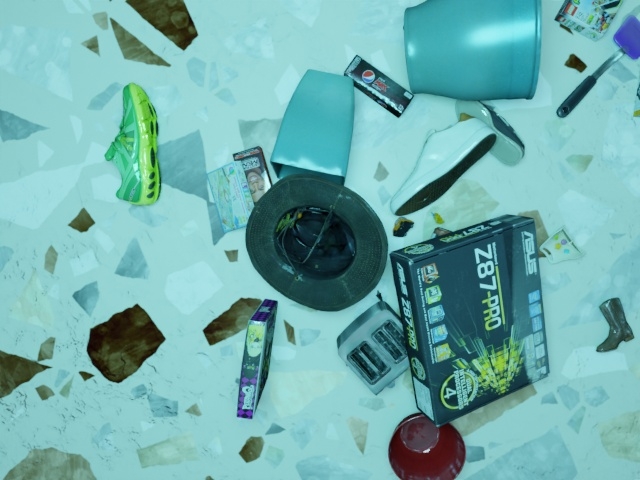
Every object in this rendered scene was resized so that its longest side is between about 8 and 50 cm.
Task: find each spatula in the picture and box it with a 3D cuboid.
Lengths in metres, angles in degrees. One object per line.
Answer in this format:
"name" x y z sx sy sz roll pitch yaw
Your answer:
"spatula" 0.666 -0.402 1.049 0.084 0.030 0.296 42 94 -3

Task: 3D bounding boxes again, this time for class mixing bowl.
"mixing bowl" 0.251 0.493 1.084 0.182 0.098 0.181 0 94 3

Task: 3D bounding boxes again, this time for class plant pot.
"plant pot" -0.001 -0.255 1.027 0.166 0.165 0.234 12 84 2
"plant pot" 0.317 -0.426 0.961 0.256 0.272 0.271 -4 93 18

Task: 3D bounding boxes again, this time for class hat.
"hat" 0.000 0.000 1.042 0.332 0.134 0.330 3 101 16

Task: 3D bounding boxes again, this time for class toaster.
"toaster" 0.141 0.249 1.070 0.168 0.110 0.185 -41 91 3

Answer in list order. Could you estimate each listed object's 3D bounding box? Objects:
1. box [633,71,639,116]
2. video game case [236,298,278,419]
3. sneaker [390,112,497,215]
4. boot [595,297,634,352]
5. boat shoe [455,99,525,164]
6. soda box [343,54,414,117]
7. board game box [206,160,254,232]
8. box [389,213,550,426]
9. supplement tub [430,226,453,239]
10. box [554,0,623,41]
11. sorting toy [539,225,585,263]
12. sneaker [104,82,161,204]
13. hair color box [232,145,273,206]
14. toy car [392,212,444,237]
"box" 0.767 -0.360 1.022 0.028 0.081 0.136 8 94 2
"video game case" -0.141 0.258 1.021 0.042 0.232 0.210 8 93 0
"sneaker" 0.266 -0.181 1.062 0.290 0.106 0.123 -41 60 10
"boot" 0.697 0.203 1.079 0.107 0.037 0.114 -25 95 -9
"boat shoe" 0.408 -0.269 1.065 0.206 0.075 0.065 47 51 4
"soda box" 0.137 -0.366 1.059 0.169 0.060 0.053 36 95 -1
"board game box" -0.215 -0.104 1.080 0.104 0.026 0.153 -13 94 37
"box" 0.338 0.171 0.985 0.319 0.097 0.394 -16 105 -18
"supplement tub" 0.286 0.075 1.055 0.106 0.106 0.197 21 94 1
"box" 0.653 -0.588 1.036 0.114 0.036 0.206 28 94 1
"sorting toy" 0.575 0.016 1.074 0.075 0.045 0.083 -37 92 11
"sneaker" -0.459 -0.232 1.068 0.124 0.109 0.295 -1 94 -1
"hair color box" -0.160 -0.153 1.092 0.072 0.043 0.141 -17 93 3
"toy car" 0.236 -0.040 1.096 0.122 0.060 0.040 -4 49 -13
